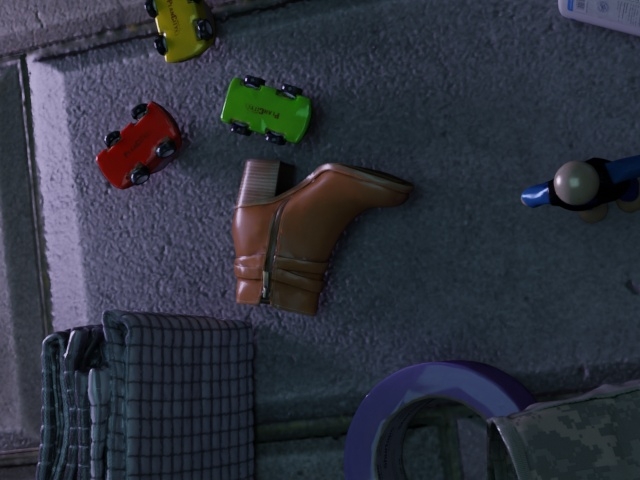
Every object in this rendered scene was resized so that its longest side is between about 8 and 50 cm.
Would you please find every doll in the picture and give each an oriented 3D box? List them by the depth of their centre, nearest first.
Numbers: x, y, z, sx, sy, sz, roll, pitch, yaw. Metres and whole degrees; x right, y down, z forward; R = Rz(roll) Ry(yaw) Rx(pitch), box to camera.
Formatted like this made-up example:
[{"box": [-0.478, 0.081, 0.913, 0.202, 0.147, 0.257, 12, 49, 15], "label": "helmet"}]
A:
[{"box": [0.241, -0.049, 1.212, 0.129, 0.189, 0.046, -18, 81, 21], "label": "doll"}]

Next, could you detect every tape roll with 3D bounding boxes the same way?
[{"box": [0.123, 0.208, 1.307, 0.189, 0.080, 0.189, -1, 88, 22], "label": "tape roll"}]

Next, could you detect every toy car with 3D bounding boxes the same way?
[{"box": [-0.104, -0.146, 1.433, 0.225, 0.053, 0.239, 18, 95, 22], "label": "toy car"}]

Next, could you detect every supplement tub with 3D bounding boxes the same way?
[{"box": [0.279, -0.226, 1.270, 0.107, 0.071, 0.071, 19, 95, 21], "label": "supplement tub"}]

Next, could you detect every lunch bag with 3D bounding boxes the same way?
[{"box": [0.277, 0.256, 1.163, 0.235, 0.169, 0.287, -10, 85, -5], "label": "lunch bag"}]

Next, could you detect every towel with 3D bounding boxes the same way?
[{"box": [-0.173, 0.209, 1.348, 0.121, 0.235, 0.283, -3, 86, 28], "label": "towel"}]

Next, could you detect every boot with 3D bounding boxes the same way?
[{"box": [0.000, 0.000, 1.376, 0.197, 0.073, 0.152, 4, 89, 33], "label": "boot"}]
